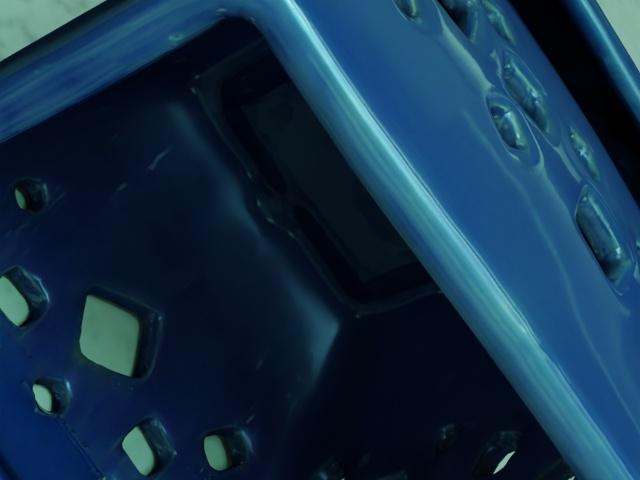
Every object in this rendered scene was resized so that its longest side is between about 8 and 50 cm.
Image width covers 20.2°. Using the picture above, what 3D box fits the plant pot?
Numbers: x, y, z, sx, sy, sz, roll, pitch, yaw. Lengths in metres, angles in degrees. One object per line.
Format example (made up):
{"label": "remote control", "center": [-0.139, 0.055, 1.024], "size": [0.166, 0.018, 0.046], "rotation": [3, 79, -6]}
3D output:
{"label": "plant pot", "center": [0.000, 0.000, 0.631], "size": [0.236, 0.236, 0.212], "rotation": [56, 37, -13]}
